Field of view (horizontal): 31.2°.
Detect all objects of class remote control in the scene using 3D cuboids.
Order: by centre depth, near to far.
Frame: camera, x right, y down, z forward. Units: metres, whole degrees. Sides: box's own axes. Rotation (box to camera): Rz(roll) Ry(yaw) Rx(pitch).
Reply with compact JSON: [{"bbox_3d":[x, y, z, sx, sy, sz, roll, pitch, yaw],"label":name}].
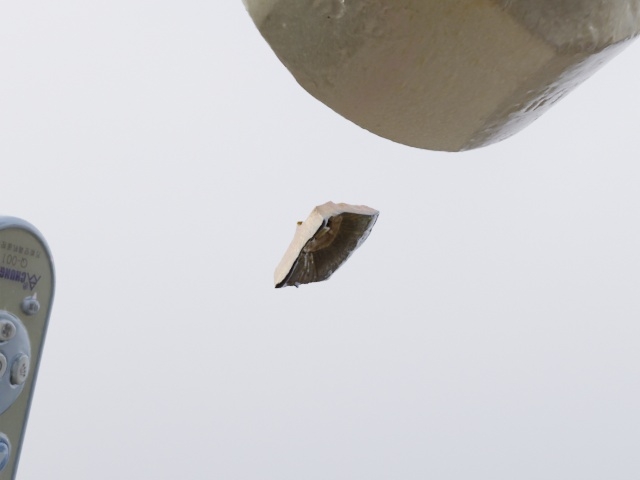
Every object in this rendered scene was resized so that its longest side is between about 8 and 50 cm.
[{"bbox_3d":[-0.203,0.104,0.633,0.047,0.244,0.087,8,-7,25],"label":"remote control"}]

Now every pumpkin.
[{"bbox_3d":[0.000,0.001,0.928,0.101,0.035,0.073,-4,-53,-59],"label":"pumpkin"}]

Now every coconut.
[{"bbox_3d":[0.063,-0.167,0.598,0.241,0.241,0.241,0,-38,0],"label":"coconut"}]
